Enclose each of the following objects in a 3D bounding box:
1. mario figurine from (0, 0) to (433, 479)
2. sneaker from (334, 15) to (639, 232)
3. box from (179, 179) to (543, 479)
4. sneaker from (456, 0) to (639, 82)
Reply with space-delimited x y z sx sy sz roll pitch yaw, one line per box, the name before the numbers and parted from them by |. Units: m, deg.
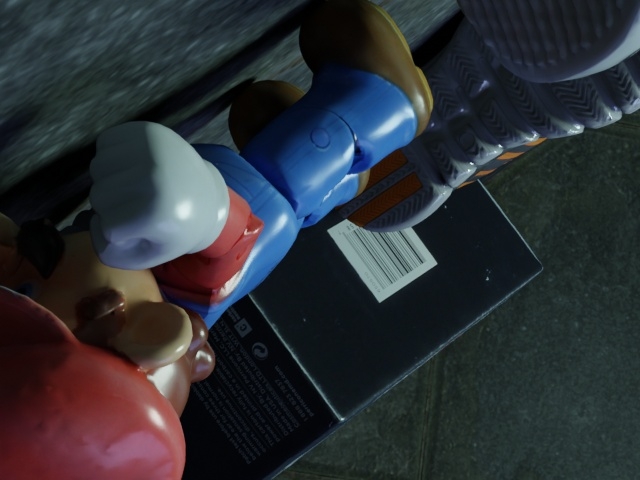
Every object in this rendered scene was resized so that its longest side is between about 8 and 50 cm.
mario figurine | -0.087 -0.011 0.828 0.320 0.170 0.198 -47 147 -42
sneaker | 0.151 -0.129 1.306 0.321 0.125 0.180 -28 -175 29
box | -0.042 0.085 1.463 0.312 0.179 0.343 -39 175 37
sneaker | 0.150 -0.170 0.735 0.127 0.126 0.321 -29 171 -21
